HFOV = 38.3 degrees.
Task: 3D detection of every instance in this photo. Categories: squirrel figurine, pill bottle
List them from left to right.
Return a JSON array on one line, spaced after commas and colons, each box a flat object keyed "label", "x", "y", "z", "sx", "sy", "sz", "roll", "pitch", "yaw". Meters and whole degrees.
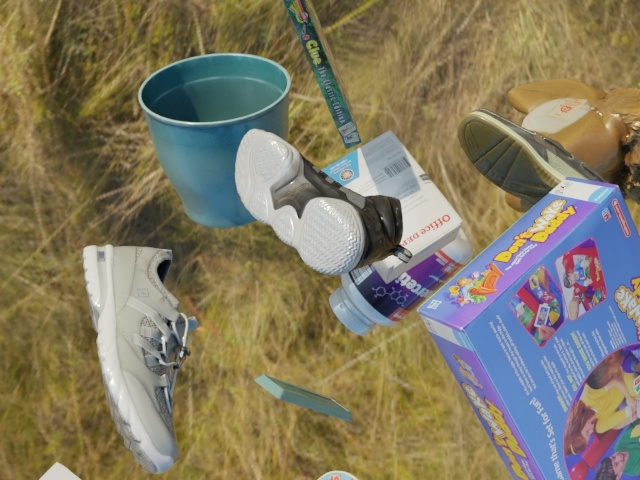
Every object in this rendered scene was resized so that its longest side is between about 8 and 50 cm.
[{"label": "pill bottle", "x": 0.174, "y": 0.067, "z": 2.068, "sx": 0.181, "sy": 0.181, "sz": 0.323, "roll": 39, "pitch": 111, "yaw": -19}, {"label": "squirrel figurine", "x": 0.587, "y": -0.133, "z": 1.932, "sx": 0.397, "sy": 0.281, "sz": 0.370, "roll": -12, "pitch": 128, "yaw": 20}]

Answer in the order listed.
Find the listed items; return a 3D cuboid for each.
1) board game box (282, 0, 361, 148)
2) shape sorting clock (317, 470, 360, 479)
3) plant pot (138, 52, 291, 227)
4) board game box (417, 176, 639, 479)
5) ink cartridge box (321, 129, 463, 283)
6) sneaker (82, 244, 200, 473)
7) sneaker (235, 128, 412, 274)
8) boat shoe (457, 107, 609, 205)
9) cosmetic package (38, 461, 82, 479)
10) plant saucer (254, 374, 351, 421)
[{"label": "board game box", "x": -0.004, "y": -0.259, "z": 1.237, "sx": 0.030, "sy": 0.136, "sz": 0.259, "roll": -17, "pitch": 136, "yaw": 9}, {"label": "shape sorting clock", "x": 0.033, "y": 0.545, "z": 1.758, "sx": 0.040, "sy": 0.206, "sz": 0.206, "roll": 17, "pitch": 130, "yaw": -39}, {"label": "plant pot", "x": -0.180, "y": -0.174, "z": 1.714, "sx": 0.272, "sy": 0.271, "sz": 0.255, "roll": 0, "pitch": 127, "yaw": 7}, {"label": "board game box", "x": 0.280, "y": 0.139, "z": 1.009, "sx": 0.233, "sy": 0.078, "sz": 0.347, "roll": -39, "pitch": 117, "yaw": -16}, {"label": "ink cartridge box", "x": 0.104, "y": -0.052, "z": 1.415, "sx": 0.140, "sy": 0.190, "sz": 0.082, "roll": -31, "pitch": 163, "yaw": -14}, {"label": "sneaker", "x": -0.184, "y": 0.112, "z": 1.002, "sx": 0.115, "sy": 0.281, "sz": 0.105, "roll": -11, "pitch": 149, "yaw": -15}, {"label": "sneaker", "x": 0.005, "y": -0.046, "z": 1.176, "sx": 0.153, "sy": 0.268, "sz": 0.101, "roll": 6, "pitch": 121, "yaw": -43}, {"label": "boat shoe", "x": 0.274, "y": -0.093, "z": 1.156, "sx": 0.223, "sy": 0.073, "sz": 0.080, "roll": 37, "pitch": 142, "yaw": 3}, {"label": "cosmetic package", "x": -0.259, "y": 0.292, "z": 0.701, "sx": 0.060, "sy": 0.239, "sz": 0.099, "roll": 28, "pitch": 146, "yaw": 23}, {"label": "plant saucer", "x": -0.023, "y": 0.256, "z": 1.497, "sx": 0.192, "sy": 0.067, "sz": 0.018, "roll": 30, "pitch": 89, "yaw": -46}]
